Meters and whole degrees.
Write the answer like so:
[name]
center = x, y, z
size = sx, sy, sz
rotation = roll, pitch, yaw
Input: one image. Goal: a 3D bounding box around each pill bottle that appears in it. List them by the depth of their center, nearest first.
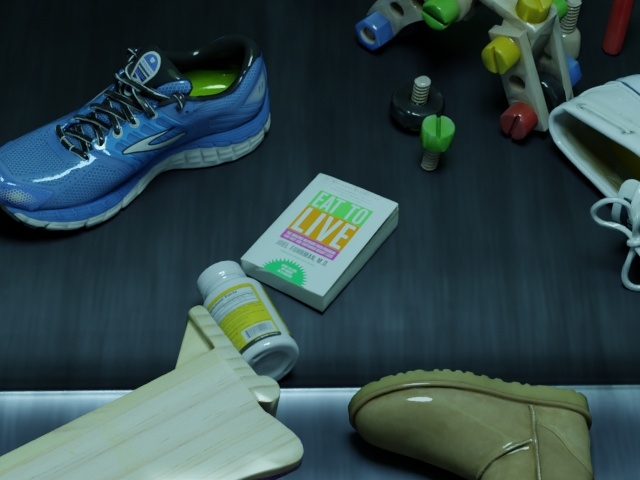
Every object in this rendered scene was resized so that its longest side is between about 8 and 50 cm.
[pill bottle]
center = -0.072, 0.075, 1.729
size = 0.065, 0.065, 0.116
rotation = -16, 52, -21

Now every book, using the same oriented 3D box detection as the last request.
[book]
center = 0.000, 0.000, 1.834
size = 0.096, 0.035, 0.144
rotation = 25, 51, 20

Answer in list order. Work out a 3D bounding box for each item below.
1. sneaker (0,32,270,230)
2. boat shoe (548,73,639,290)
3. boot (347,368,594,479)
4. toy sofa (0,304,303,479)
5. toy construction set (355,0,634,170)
[sneaker]
center = -0.195, -0.126, 1.843
size = 0.330, 0.147, 0.130
rotation = -28, 57, -27
[boat shoe]
center = 0.339, -0.030, 1.831
size = 0.156, 0.136, 0.367
rotation = -17, 49, -21
[boot]
center = 0.147, 0.243, 1.591
size = 0.236, 0.089, 0.270
rotation = 2, 49, -5
[toy sofa]
center = -0.198, 0.221, 1.524
size = 0.362, 0.150, 0.177
rotation = -26, 61, -27
[toy construction set]
center = 0.203, -0.270, 1.962
size = 0.308, 0.237, 0.257
rotation = -16, 52, -21
